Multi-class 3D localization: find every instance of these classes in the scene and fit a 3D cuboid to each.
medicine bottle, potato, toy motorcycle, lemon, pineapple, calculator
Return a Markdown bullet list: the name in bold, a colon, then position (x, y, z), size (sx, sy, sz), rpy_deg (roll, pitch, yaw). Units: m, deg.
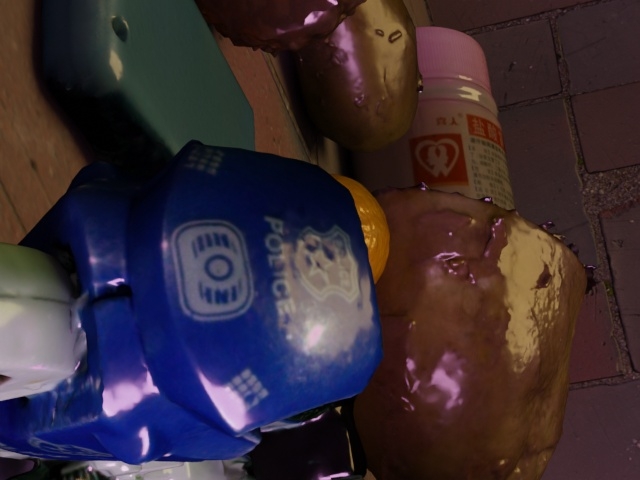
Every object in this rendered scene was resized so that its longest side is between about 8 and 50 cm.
- **medicine bottle**: position (0.139, -0.091, 1.498), size (0.202, 0.202, 0.316), rpy_deg (53, 28, -64)
- **potato**: position (0.112, 0.131, 1.093), size (0.288, 0.301, 0.237), rpy_deg (25, 57, -23)
- **toy motorcycle**: position (-0.058, 0.042, 0.453), size (0.331, 0.196, 0.125), rpy_deg (33, 46, -72)
- **lemon**: position (0.000, 0.000, 0.972), size (0.155, 0.114, 0.114), rpy_deg (28, 52, -73)
- **pineapple**: position (-0.031, -0.266, 1.012), size (0.340, 0.169, 0.169), rpy_deg (-88, 164, -70)
- **potato**: position (0.031, -0.233, 1.283), size (0.192, 0.141, 0.296), rpy_deg (-79, 152, -68)
- **calculator**: position (-0.098, -0.088, 0.741), size (0.293, 0.051, 0.173), rpy_deg (62, 22, -53)

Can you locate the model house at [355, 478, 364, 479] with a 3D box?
- **model house**: position (-0.025, 0.218, 0.732), size (0.165, 0.106, 0.152), rpy_deg (-41, 139, -36)
